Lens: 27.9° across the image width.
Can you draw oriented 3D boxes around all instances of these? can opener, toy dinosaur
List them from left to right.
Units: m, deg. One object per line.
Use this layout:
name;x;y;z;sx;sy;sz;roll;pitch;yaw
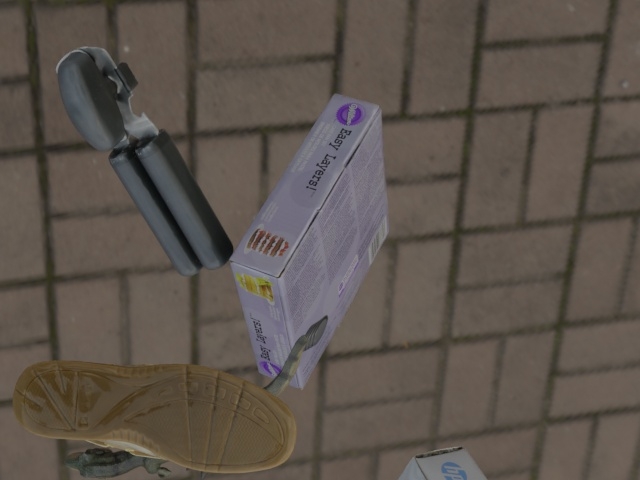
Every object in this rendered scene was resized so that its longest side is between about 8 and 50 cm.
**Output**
can opener;-0.190;-0.075;1.333;0.074;0.093;0.280;-12;121;35
toy dinosaur;-0.109;0.176;1.242;0.268;0.064;0.118;-30;159;6

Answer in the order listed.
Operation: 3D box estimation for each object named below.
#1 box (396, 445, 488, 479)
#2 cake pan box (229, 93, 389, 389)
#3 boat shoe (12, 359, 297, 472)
box;0.071;0.213;0.592;0.038;0.186;0.145;-4;135;-40
cake pan box;0.000;0.000;1.479;0.267;0.070;0.246;-60;161;-27
boat shoe;-0.097;0.102;0.783;0.170;0.059;0.063;11;86;3
